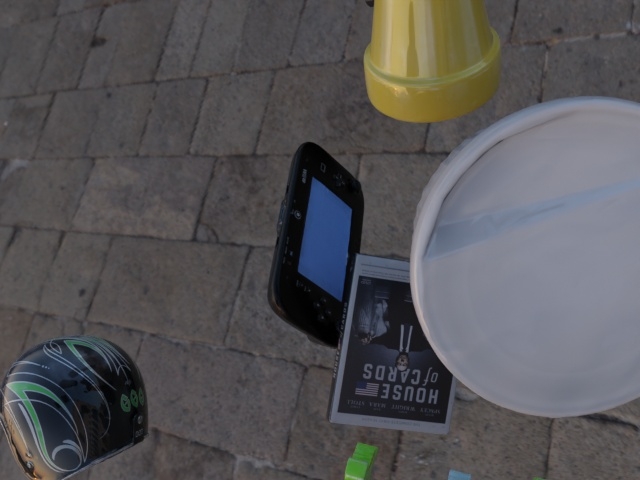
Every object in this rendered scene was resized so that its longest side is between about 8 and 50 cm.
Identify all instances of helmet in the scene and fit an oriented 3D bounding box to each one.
[{"bbox_3d":[-0.298,0.193,0.773,0.169,0.169,0.161,-29,82,18],"label":"helmet"}]

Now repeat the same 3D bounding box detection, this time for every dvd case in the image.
[{"bbox_3d":[0.114,0.148,0.908,0.179,0.029,0.238,9,90,-11],"label":"dvd case"}]

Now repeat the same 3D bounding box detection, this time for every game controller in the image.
[{"bbox_3d":[0.000,0.000,0.971,0.067,0.166,0.319,-15,50,29],"label":"game controller"}]

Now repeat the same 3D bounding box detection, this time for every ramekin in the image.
[{"bbox_3d":[0.206,0.006,0.572,0.273,0.273,0.127,-42,13,10],"label":"ramekin"}]

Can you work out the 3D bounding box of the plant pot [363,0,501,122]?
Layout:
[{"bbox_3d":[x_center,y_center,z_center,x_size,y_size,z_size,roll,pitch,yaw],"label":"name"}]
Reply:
[{"bbox_3d":[0.194,-0.381,1.149,0.254,0.239,0.254,-8,45,8],"label":"plant pot"}]

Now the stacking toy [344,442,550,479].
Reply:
[{"bbox_3d":[0.088,0.200,0.437,0.167,0.221,0.052,10,100,13],"label":"stacking toy"}]

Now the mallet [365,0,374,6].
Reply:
[{"bbox_3d":[0.190,-0.538,1.549,0.039,0.190,0.062,-56,18,-22],"label":"mallet"}]
